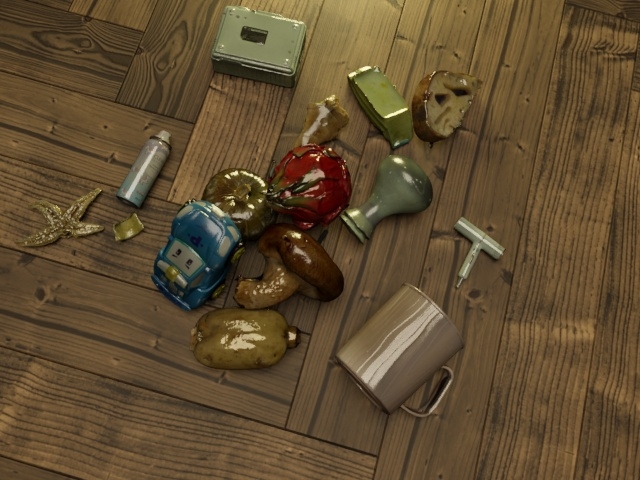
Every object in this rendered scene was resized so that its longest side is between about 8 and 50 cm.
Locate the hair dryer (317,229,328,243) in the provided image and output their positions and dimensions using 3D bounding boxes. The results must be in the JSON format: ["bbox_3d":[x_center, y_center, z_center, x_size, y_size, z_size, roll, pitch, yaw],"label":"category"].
[{"bbox_3d":[0.000,0.000,1.626,0.026,0.047,0.083,33,61,7],"label":"hair dryer"}]

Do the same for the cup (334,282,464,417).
[{"bbox_3d":[0.209,0.292,1.490,0.273,0.288,0.208,-41,44,-11],"label":"cup"}]

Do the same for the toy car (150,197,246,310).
[{"bbox_3d":[-0.324,0.042,1.480,0.198,0.314,0.166,40,42,6],"label":"toy car"}]

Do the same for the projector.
[{"bbox_3d":[-0.183,-0.586,1.751,0.256,0.099,0.192,13,73,1],"label":"projector"}]

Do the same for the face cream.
[{"bbox_3d":[-0.488,-0.206,1.645,0.075,0.075,0.229,23,75,4],"label":"face cream"}]

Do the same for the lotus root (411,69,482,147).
[{"bbox_3d":[0.357,-0.408,1.710,0.170,0.074,0.261,34,75,-19],"label":"lotus root"}]

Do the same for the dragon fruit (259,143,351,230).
[{"bbox_3d":[-0.039,-0.127,1.521,0.234,0.234,0.293,43,51,9],"label":"dragon fruit"}]

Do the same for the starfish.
[{"bbox_3d":[-0.722,-0.063,1.610,0.247,0.050,0.138,-11,73,-8],"label":"starfish"}]

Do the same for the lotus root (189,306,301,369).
[{"bbox_3d":[-0.192,0.249,1.494,0.284,0.146,0.160,0,89,-4],"label":"lotus root"}]

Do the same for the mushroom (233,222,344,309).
[{"bbox_3d":[-0.061,0.080,1.491,0.267,0.267,0.255,33,111,7],"label":"mushroom"}]

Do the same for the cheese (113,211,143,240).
[{"bbox_3d":[-0.537,-0.034,1.612,0.084,0.041,0.060,-30,85,-26],"label":"cheese"}]

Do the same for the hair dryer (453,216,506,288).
[{"bbox_3d":[0.401,0.047,1.629,0.155,0.044,0.183,39,79,10],"label":"hair dryer"}]

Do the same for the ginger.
[{"bbox_3d":[-0.015,-0.282,1.688,0.131,0.086,0.295,25,83,-24],"label":"ginger"}]

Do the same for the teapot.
[{"bbox_3d":[0.176,-0.108,1.602,0.251,0.183,0.183,-40,79,-1],"label":"teapot"}]

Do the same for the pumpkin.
[{"bbox_3d":[-0.215,-0.096,1.570,0.218,0.162,0.219,7,58,-11],"label":"pumpkin"}]

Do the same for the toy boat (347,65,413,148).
[{"bbox_3d":[0.181,-0.408,1.724,0.111,0.084,0.276,-27,76,-11],"label":"toy boat"}]
